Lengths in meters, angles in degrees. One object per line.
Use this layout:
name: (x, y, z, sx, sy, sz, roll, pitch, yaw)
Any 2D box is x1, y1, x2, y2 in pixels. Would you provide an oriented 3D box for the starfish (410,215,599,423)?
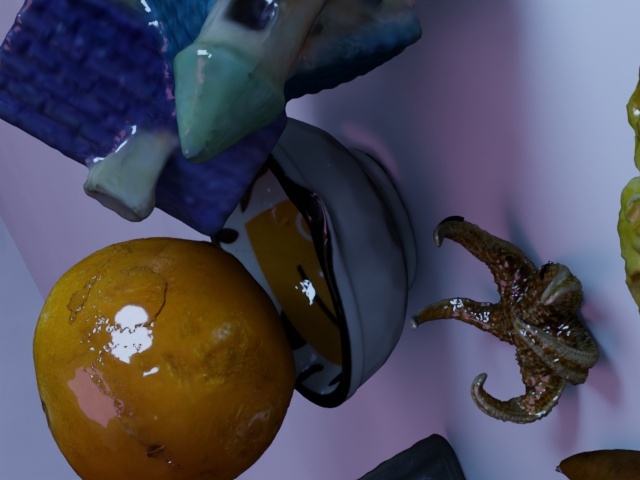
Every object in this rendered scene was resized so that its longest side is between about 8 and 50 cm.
starfish: (0.137, 0.049, 0.818, 0.146, 0.074, 0.190, 58, 156, 18)

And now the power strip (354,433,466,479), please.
power strip: (0.085, 0.329, 0.991, 0.092, 0.257, 0.251, -12, 99, 51)

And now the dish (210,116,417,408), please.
dish: (0.000, 0.000, 1.023, 0.303, 0.120, 0.303, 49, 151, 38)

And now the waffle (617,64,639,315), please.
waffle: (0.260, 0.032, 0.536, 0.325, 0.068, 0.302, 32, 140, 52)

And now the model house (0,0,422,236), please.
model house: (-0.086, -0.159, 0.766, 0.245, 0.280, 0.312, 31, 167, -16)

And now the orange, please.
orange: (-0.138, 0.111, 1.005, 0.240, 0.240, 0.240, 49, 151, 38)

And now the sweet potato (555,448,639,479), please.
sweet potato: (0.241, 0.173, 0.732, 0.264, 0.057, 0.057, 6, 116, 62)
